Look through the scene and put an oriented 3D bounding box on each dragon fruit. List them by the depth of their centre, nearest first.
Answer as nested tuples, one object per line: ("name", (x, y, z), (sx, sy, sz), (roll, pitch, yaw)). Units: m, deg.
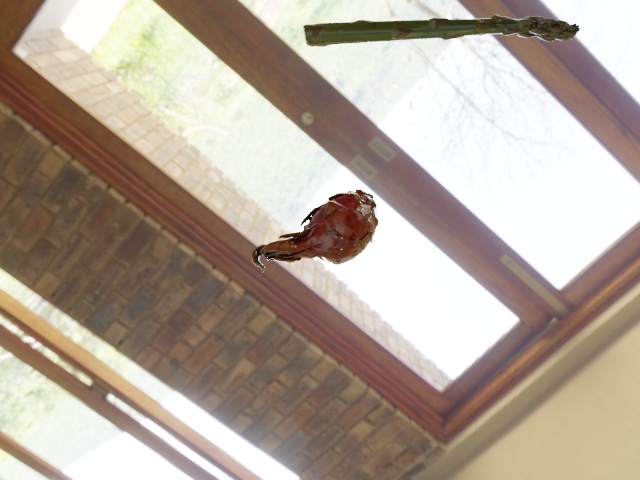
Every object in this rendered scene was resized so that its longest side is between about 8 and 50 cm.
("dragon fruit", (0.000, 0.000, 0.808), (0.190, 0.094, 0.094), (-30, -172, -14))

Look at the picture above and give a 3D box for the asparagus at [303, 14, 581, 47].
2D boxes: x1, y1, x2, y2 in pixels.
("asparagus", (0.107, -0.191, 0.542), (0.024, 0.248, 0.025), (-76, 165, -75))
